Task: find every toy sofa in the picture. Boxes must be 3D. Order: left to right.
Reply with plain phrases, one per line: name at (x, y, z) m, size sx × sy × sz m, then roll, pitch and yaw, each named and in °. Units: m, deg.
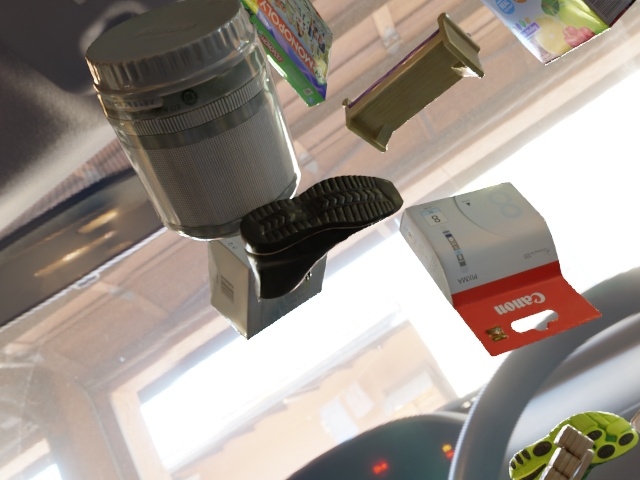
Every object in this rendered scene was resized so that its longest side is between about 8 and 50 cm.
toy sofa at (0.230, -0.415, 1.442) m, size 0.150 × 0.177 × 0.362 m, roll 27°, pitch -44°, yaw -33°

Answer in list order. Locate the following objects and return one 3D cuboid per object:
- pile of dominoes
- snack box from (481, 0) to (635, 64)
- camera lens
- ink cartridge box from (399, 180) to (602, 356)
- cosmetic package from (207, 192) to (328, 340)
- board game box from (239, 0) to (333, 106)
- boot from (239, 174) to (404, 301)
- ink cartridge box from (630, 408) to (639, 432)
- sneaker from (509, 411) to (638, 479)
pile of dominoes at (0.286, 0.371, 0.751) m, size 0.251 × 0.040 × 0.196 m, roll -54°, pitch -25°, yaw -8°
snack box at (0.156, -0.206, 0.421) m, size 0.037 × 0.141 × 0.100 m, roll -47°, pitch 5°, yaw -1°
camera lens at (-0.157, -0.154, 0.747) m, size 0.219 × 0.219 × 0.274 m, roll -26°, pitch -50°, yaw -11°
ink cartridge box at (0.402, 0.043, 1.238) m, size 0.308 × 0.385 × 0.091 m, roll -14°, pitch -41°, yaw -19°
cosmetic package at (-0.106, 0.050, 1.167) m, size 0.224 × 0.138 × 0.224 m, roll -32°, pitch -34°, yaw -34°
board game box at (-0.082, -0.450, 1.103) m, size 0.046 × 0.214 × 0.317 m, roll -14°, pitch -36°, yaw 30°
boot at (0.000, 0.000, 0.688) m, size 0.197 × 0.077 × 0.137 m, roll -14°, pitch -37°, yaw -13°
ink cartridge box at (0.619, 0.325, 0.860) m, size 0.237 × 0.172 × 0.100 m, roll 29°, pitch -81°, yaw -40°
sneaker at (0.556, 0.465, 1.219) m, size 0.123 × 0.109 × 0.295 m, roll 20°, pitch -49°, yaw -36°
